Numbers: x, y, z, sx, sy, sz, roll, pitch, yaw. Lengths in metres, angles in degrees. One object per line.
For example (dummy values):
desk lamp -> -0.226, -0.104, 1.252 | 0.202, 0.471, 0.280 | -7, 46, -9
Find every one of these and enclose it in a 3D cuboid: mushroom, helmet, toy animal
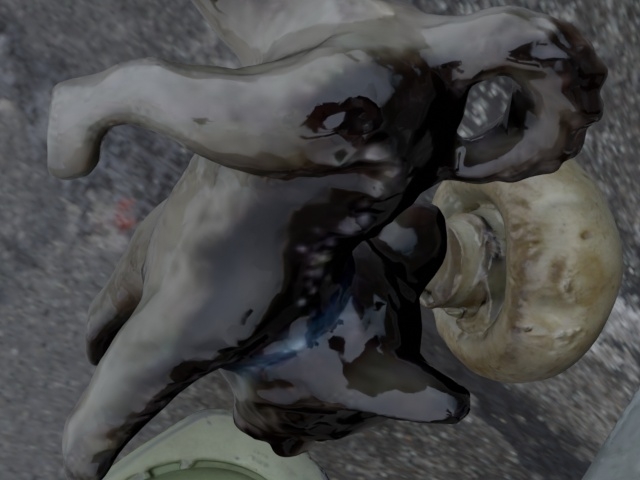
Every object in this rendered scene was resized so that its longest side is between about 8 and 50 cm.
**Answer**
mushroom -> 0.127, 0.015, 1.086 | 0.166, 0.127, 0.166 | 18, 112, 56
helmet -> -0.091, 0.253, 1.200 | 0.204, 0.137, 0.257 | 44, 88, 8
toy animal -> 0.000, 0.000, 0.937 | 0.302, 0.344, 0.194 | 4, 37, 1

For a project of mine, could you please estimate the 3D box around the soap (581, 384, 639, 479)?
soap -> 0.346, 0.276, 1.416 | 0.302, 0.159, 0.258 | -60, 34, 2
